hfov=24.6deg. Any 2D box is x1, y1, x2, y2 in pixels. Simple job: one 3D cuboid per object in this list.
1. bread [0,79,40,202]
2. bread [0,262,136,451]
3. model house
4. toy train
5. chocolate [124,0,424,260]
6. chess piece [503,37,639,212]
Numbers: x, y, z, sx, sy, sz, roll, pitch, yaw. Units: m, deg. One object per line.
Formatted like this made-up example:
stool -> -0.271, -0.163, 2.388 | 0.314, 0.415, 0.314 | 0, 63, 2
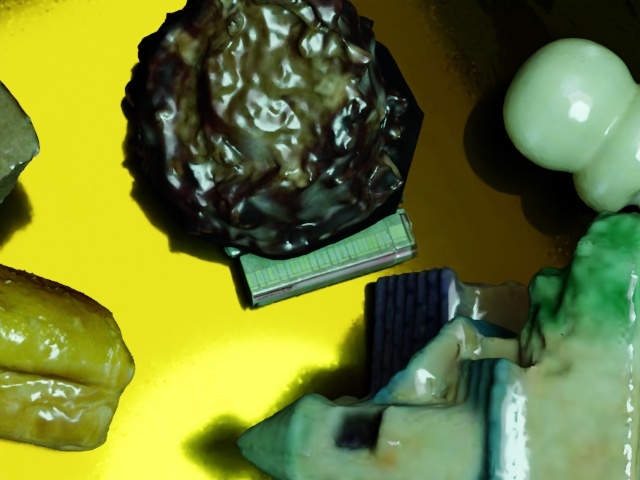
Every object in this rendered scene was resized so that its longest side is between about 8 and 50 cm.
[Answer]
bread -> -0.372, -0.166, 1.003 | 0.416, 0.165, 0.113 | 46, 64, -2
bread -> -0.303, 0.035, 0.926 | 0.380, 0.185, 0.109 | 22, 88, -38
model house -> 0.115, 0.112, 1.006 | 0.280, 0.312, 0.245 | -1, 84, 26
toy train -> 0.000, 0.000, 1.124 | 0.147, 0.038, 0.071 | -16, 85, -13
chocolate -> -0.030, -0.113, 1.042 | 0.224, 0.177, 0.206 | 17, 68, -1
chess piece -> 0.257, -0.061, 1.142 | 0.251, 0.144, 0.144 | 35, 77, 0
